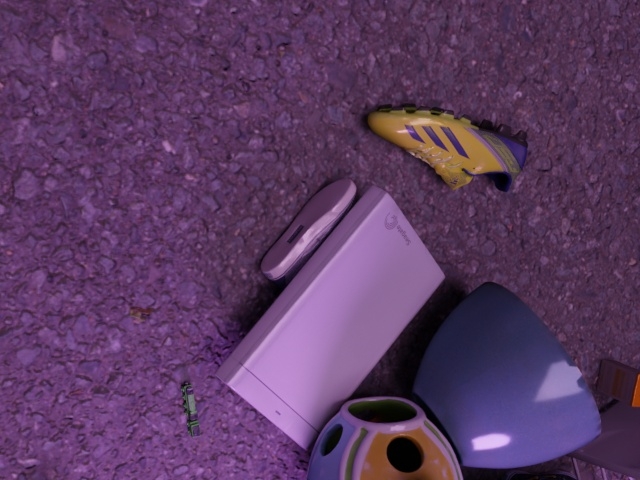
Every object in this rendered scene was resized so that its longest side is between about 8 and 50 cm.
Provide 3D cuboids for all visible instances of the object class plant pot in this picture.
[{"bbox_3d":[0.259,0.238,1.330,0.195,0.290,0.290,-32,111,-10],"label":"plant pot"}]

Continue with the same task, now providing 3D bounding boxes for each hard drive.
[{"bbox_3d":[0.027,0.121,1.284,0.353,0.047,0.233,-50,134,-11],"label":"hard drive"}]

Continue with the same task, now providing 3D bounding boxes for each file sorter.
[{"bbox_3d":[0.619,0.396,1.555,0.278,0.193,0.173,-28,108,-28],"label":"file sorter"}]

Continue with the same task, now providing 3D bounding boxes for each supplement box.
[{"bbox_3d":[0.556,0.261,1.577,0.036,0.098,0.062,7,96,-24],"label":"supplement box"}]

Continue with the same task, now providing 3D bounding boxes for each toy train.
[{"bbox_3d":[-0.187,0.247,1.245,0.017,0.024,0.083,-12,104,-24],"label":"toy train"}]

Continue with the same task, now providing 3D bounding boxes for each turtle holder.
[{"bbox_3d":[0.091,0.363,1.241,0.243,0.320,0.227,0,97,8],"label":"turtle holder"}]

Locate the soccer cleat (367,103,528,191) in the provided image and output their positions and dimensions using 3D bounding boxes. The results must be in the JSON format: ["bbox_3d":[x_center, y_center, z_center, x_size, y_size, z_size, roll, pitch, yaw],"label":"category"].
[{"bbox_3d":[0.200,-0.140,1.337,0.289,0.093,0.121,9,101,-27],"label":"soccer cleat"}]

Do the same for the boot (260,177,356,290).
[{"bbox_3d":[0.000,0.000,1.280,0.190,0.069,0.086,-47,123,-3],"label":"boot"}]

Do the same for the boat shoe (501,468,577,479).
[{"bbox_3d":[0.420,0.458,1.550,0.183,0.083,0.065,11,94,-28],"label":"boat shoe"}]
